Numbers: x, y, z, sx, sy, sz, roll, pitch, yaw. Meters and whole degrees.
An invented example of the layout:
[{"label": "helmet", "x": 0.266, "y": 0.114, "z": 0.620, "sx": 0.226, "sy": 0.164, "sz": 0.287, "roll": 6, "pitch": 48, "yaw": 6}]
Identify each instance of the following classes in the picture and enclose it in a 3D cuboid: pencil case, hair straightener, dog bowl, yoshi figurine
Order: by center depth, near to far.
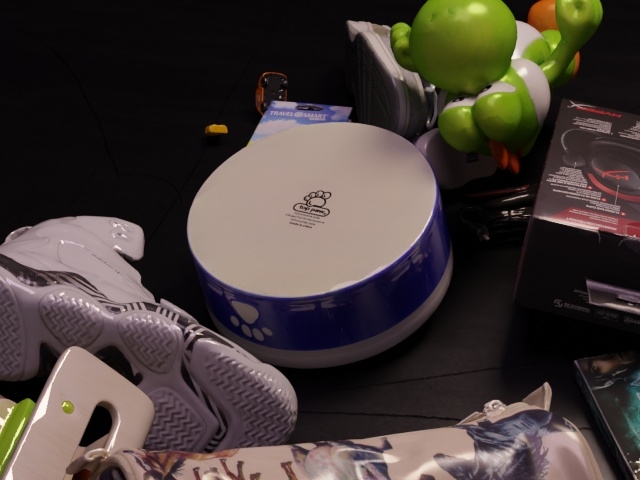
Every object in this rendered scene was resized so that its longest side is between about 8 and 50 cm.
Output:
[{"label": "pencil case", "x": 0.017, "y": 0.223, "z": 1.215, "sx": 0.411, "sy": 0.160, "sz": 0.183, "roll": -3, "pitch": 56, "yaw": -20}, {"label": "dog bowl", "x": 0.000, "y": 0.000, "z": 1.600, "sx": 0.265, "sy": 0.104, "sz": 0.264, "roll": -8, "pitch": 44, "yaw": 7}, {"label": "yoshi figurine", "x": 0.185, "y": -0.209, "z": 1.682, "sx": 0.203, "sy": 0.203, "sz": 0.362, "roll": 33, "pitch": 23, "yaw": 1}, {"label": "hair straightener", "x": 0.178, "y": -0.019, "z": 1.704, "sx": 0.231, "sy": 0.047, "sz": 0.089, "roll": -4, "pitch": 36, "yaw": -7}]

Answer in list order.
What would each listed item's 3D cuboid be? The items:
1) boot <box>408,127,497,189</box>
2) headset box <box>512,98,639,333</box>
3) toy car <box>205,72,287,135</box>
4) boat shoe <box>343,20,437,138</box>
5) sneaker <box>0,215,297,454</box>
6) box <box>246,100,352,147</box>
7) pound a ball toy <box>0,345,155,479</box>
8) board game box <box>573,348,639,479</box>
[{"label": "boot", "x": 0.124, "y": -0.091, "z": 1.736, "sx": 0.086, "sy": 0.069, "sz": 0.190, "roll": 0, "pitch": 1, "yaw": 29}, {"label": "headset box", "x": 0.321, "y": -0.013, "z": 1.568, "sx": 0.218, "sy": 0.110, "sz": 0.293, "roll": 13, "pitch": 33, "yaw": 7}, {"label": "toy car", "x": -0.096, "y": -0.168, "z": 1.921, "sx": 0.122, "sy": 0.060, "sz": 0.040, "roll": -17, "pitch": 6, "yaw": -27}, {"label": "boat shoe", "x": 0.091, "y": -0.198, "z": 1.861, "sx": 0.103, "sy": 0.118, "sz": 0.320, "roll": -3, "pitch": 17, "yaw": -5}, {"label": "sneaker", "x": -0.178, "y": 0.080, "z": 1.510, "sx": 0.366, "sy": 0.137, "sz": 0.210, "roll": 20, "pitch": 25, "yaw": 5}, {"label": "box", "x": -0.032, "y": -0.098, "z": 1.825, "sx": 0.109, "sy": 0.042, "sz": 0.178, "roll": 6, "pitch": 37, "yaw": 13}, {"label": "pound a ball toy", "x": -0.254, "y": 0.241, "z": 1.321, "sx": 0.208, "sy": 0.136, "sz": 0.319, "roll": -35, "pitch": 24, "yaw": 36}, {"label": "board game box", "x": 0.322, "y": 0.167, "z": 1.441, "sx": 0.126, "sy": 0.026, "sz": 0.186, "roll": -9, "pitch": 36, "yaw": -7}]
